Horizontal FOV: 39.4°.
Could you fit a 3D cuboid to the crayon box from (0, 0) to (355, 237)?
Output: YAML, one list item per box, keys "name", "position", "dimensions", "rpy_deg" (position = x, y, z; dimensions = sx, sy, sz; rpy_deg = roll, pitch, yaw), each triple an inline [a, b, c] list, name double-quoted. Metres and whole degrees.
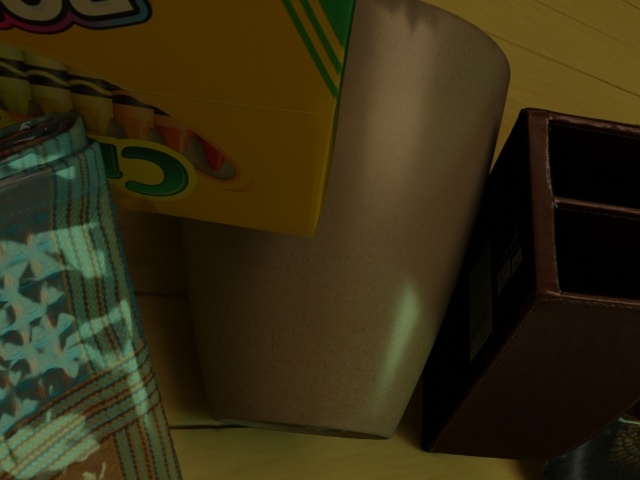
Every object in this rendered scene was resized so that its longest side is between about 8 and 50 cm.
- name: "crayon box"
  position: [-0.158, -0.157, 0.403]
  dimensions: [0.363, 0.313, 0.106]
  rpy_deg: [10, 52, 0]

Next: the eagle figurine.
- name: "eagle figurine"
  position: [0.363, 0.202, 0.941]
  dimensions: [0.298, 0.225, 0.226]
  rpy_deg: [21, 5, 1]

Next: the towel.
- name: "towel"
  position: [-0.162, 0.154, 0.415]
  dimensions: [0.271, 0.040, 0.370]
  rpy_deg: [-37, 126, -46]

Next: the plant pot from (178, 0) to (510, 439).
- name: "plant pot"
  position: [0.000, 0.000, 0.654]
  dimensions: [0.256, 0.256, 0.274]
  rpy_deg: [18, 71, -36]

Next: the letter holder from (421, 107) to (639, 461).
- name: "letter holder"
  position: [0.219, 0.061, 0.711]
  dimensions: [0.214, 0.302, 0.152]
  rpy_deg: [8, 58, -4]
